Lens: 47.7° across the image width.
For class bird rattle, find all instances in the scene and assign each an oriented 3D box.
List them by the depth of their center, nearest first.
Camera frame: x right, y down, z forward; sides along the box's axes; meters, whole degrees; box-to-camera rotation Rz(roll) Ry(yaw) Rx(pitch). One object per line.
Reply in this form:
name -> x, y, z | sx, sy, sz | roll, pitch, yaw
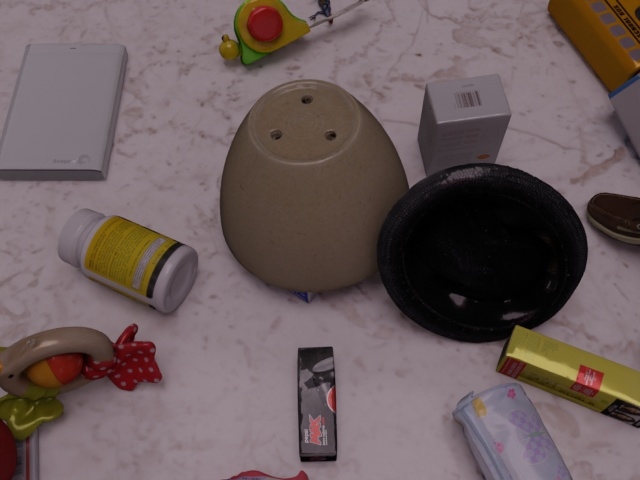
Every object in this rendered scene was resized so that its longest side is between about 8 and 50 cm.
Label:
bird rattle -> -0.374, 0.193, 1.075 | 0.254, 0.207, 0.143 | -14, 64, -2

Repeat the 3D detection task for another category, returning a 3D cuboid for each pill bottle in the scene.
pill bottle -> -0.321, 0.029, 1.205 | 0.209, 0.119, 0.119 | 23, 64, 12

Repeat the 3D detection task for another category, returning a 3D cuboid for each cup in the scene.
cup -> -0.017, -0.116, 1.161 | 0.331, 0.237, 0.330 | -2, 58, 4

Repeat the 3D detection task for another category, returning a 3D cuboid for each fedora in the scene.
fedora -> 0.246, 0.002, 1.159 | 0.334, 0.333, 0.152 | -2, 28, 0

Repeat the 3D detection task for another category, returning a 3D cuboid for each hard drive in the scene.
hard drive -> -0.498, -0.255, 1.407 | 0.203, 0.040, 0.307 | 0, 61, 1

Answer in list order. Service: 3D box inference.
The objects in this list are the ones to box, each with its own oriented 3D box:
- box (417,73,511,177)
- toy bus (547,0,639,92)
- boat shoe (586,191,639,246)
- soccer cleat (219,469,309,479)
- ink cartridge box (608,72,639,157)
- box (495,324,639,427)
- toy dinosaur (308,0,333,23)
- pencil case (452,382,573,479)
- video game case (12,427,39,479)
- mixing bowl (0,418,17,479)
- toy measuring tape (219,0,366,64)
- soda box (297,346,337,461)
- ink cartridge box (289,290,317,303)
box -> 0.250, -0.201, 1.291 | 0.130, 0.170, 0.091 | -8, 63, -3
toy bus -> 0.569, -0.446, 1.455 | 0.130, 0.108, 0.332 | -21, 64, -8
boat shoe -> 0.562, -0.040, 1.196 | 0.095, 0.095, 0.257 | -41, 43, -23
soccer cleat -> -0.135, 0.376, 1.049 | 0.248, 0.083, 0.095 | 1, 37, 5
ink cartridge box -> 0.705, -0.254, 1.270 | 0.270, 0.198, 0.197 | -25, 85, -12
box -> 0.396, 0.209, 1.117 | 0.232, 0.087, 0.058 | 22, 65, 11
toy dinosaur -> 0.015, -0.498, 1.531 | 0.090, 0.047, 0.082 | -32, 86, -28
pencil case -> 0.290, 0.341, 1.030 | 0.124, 0.113, 0.273 | -6, 58, -27
video game case -> -0.560, 0.397, 1.064 | 0.285, 0.025, 0.204 | -10, 62, -5
mixing bowl -> -0.500, 0.309, 1.023 | 0.182, 0.098, 0.181 | -2, 86, 24
toy measuring tape -> -0.062, -0.462, 1.453 | 0.330, 0.121, 0.121 | -29, 65, -4
soda box -> -0.005, 0.251, 1.118 | 0.060, 0.053, 0.168 | -2, 62, 0
ink cartridge box -> 0.000, 0.000, 1.256 | 0.097, 0.046, 0.207 | 31, 66, 19
